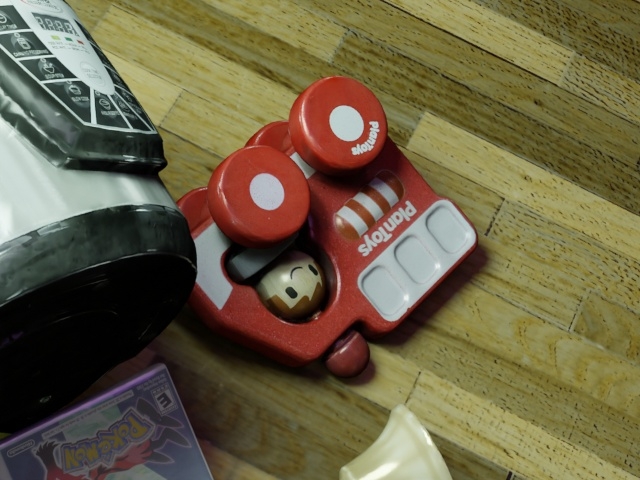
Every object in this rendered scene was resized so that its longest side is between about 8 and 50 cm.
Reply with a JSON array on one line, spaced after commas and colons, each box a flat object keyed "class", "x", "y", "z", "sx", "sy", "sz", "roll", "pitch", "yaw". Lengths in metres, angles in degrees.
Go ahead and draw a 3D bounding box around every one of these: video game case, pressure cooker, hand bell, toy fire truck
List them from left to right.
[{"class": "pressure cooker", "x": -0.350, "y": -0.057, "z": 1.319, "sx": 0.375, "sy": 0.370, "sz": 0.420, "roll": -25, "pitch": 72, "yaw": -25}, {"class": "video game case", "x": -0.195, "y": 0.235, "z": 1.425, "sx": 0.201, "sy": 0.023, "sz": 0.183, "roll": -26, "pitch": 99, "yaw": -27}, {"class": "hand bell", "x": -0.001, "y": 0.264, "z": 1.480, "sx": 0.242, "sy": 0.126, "sz": 0.126, "roll": -26, "pitch": 67, "yaw": -12}, {"class": "toy fire truck", "x": 0.000, "y": 0.000, "z": 1.606, "sx": 0.254, "sy": 0.169, "sz": 0.302, "roll": 49, "pitch": 59, "yaw": -4}]

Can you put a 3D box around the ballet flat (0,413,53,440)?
[{"class": "ballet flat", "x": -0.347, "y": 0.108, "z": 1.497, "sx": 0.077, "sy": 0.077, "sz": 0.231, "roll": -42, "pitch": 75, "yaw": -1}]
